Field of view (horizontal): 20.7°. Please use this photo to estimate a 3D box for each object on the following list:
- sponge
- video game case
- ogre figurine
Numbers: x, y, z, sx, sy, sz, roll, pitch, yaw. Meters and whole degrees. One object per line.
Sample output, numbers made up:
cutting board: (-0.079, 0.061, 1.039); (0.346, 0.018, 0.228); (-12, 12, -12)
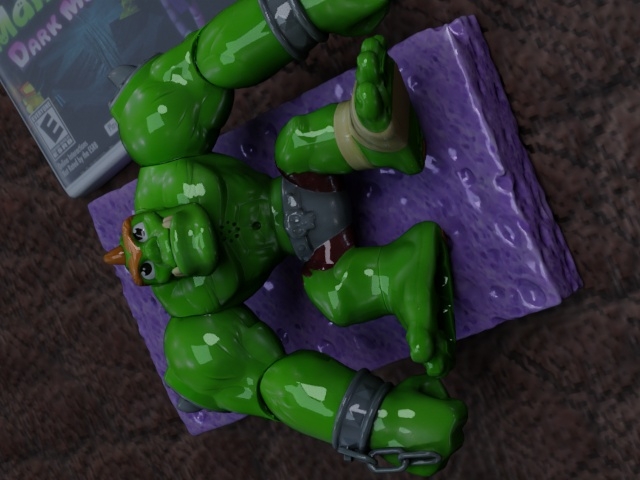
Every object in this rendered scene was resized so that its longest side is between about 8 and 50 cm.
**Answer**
sponge: (0.000, 0.000, 0.732); (0.210, 0.031, 0.117); (-23, 91, 37)
video game case: (-0.095, -0.137, 0.764); (0.190, 0.022, 0.173); (-36, 82, 37)
ogre figurine: (-0.015, -0.005, 0.667); (0.118, 0.097, 0.197); (-10, 114, 18)
